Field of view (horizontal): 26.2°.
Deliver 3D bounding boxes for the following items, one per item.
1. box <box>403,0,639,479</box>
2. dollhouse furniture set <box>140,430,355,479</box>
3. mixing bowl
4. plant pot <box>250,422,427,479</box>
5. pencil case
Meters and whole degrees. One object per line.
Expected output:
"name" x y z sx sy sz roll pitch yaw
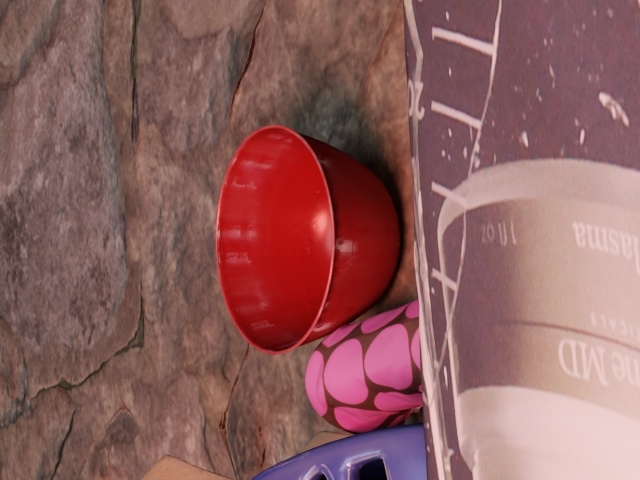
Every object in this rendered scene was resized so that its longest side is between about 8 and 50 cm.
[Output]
"box" 0.255 -0.002 0.418 0.480 0.297 0.472 -156 59 -64
"dollhouse furniture set" -0.013 0.257 0.967 0.135 0.259 0.262 9 136 43
"mixing bowl" 0.000 0.000 1.104 0.181 0.098 0.181 -2 88 57
"plant pot" 0.126 0.203 0.801 0.212 0.236 0.236 -43 55 40
"pencil case" 0.083 0.087 0.989 0.209 0.098 0.095 -23 27 55
